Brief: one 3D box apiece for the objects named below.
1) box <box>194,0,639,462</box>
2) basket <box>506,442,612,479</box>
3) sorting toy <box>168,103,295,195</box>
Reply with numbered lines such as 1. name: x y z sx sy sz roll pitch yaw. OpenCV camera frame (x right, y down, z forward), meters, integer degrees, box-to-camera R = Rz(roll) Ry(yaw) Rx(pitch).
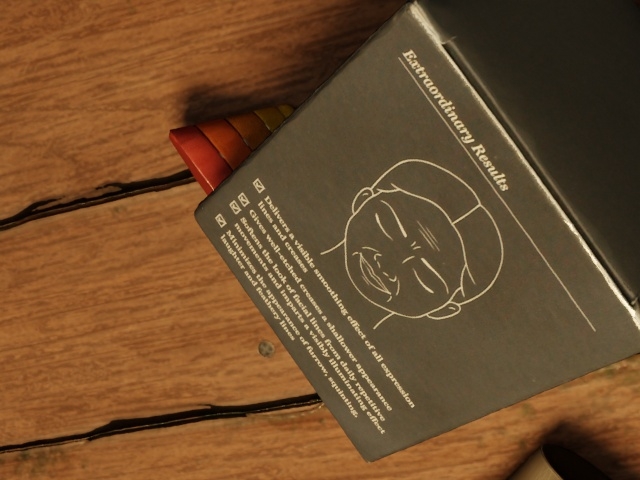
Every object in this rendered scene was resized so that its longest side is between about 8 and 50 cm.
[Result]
1. box: 0.119 -0.023 1.013 0.293 0.212 0.395 55 144 1
2. basket: 0.204 0.328 1.175 0.154 0.204 0.227 26 106 -30
3. sorting toy: 0.000 0.000 1.224 0.126 0.127 0.365 -38 90 -7
